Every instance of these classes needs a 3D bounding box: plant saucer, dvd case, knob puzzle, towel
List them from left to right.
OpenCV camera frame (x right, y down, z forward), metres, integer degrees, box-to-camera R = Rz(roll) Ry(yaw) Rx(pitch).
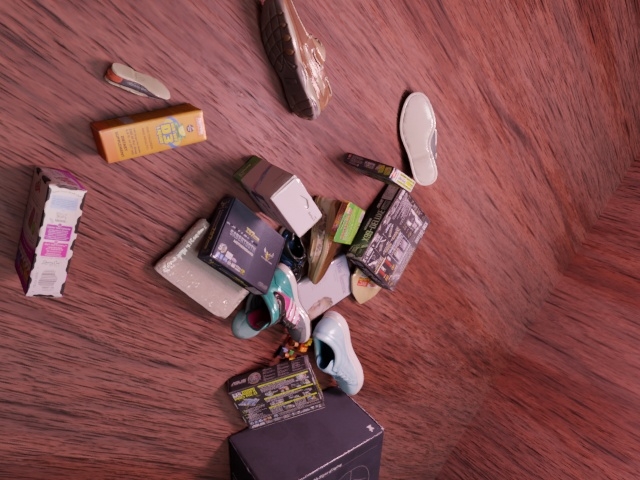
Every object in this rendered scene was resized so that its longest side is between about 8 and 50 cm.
[{"bbox_3d":[-0.300,0.084,1.298,0.187,0.049,0.282,-49,131,-11],"label":"towel"},{"bbox_3d":[-0.219,0.260,1.463,0.119,0.021,0.119,-17,120,-32],"label":"plant saucer"},{"bbox_3d":[0.004,0.171,1.599,0.253,0.022,0.180,-32,127,-24],"label":"dvd case"},{"bbox_3d":[0.171,0.137,1.708,0.213,0.030,0.213,-19,121,-35],"label":"knob puzzle"}]

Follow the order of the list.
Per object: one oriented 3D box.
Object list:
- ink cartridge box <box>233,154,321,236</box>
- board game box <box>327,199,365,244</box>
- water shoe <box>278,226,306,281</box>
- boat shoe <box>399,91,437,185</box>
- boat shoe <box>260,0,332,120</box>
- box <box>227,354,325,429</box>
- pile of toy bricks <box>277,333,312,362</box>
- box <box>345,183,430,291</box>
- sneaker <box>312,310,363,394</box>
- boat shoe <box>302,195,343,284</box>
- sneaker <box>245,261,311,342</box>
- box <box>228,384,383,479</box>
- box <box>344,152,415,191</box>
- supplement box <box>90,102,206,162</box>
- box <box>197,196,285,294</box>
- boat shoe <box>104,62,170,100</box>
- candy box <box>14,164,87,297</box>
[{"bbox_3d":[-0.114,-0.120,1.236,0.093,0.212,0.154,-46,132,-12],"label":"ink cartridge box"},{"bbox_3d":[0.083,-0.052,1.457,0.124,0.039,0.259,-68,168,3],"label":"board game box"},{"bbox_3d":[-0.086,0.054,1.431,0.073,0.080,0.203,-26,125,-27],"label":"water shoe"},{"bbox_3d":[0.339,-0.350,1.594,0.099,0.117,0.319,-69,148,-59],"label":"boat shoe"},{"bbox_3d":[-0.052,-0.471,1.195,0.116,0.123,0.324,-43,138,-24],"label":"boat shoe"},{"bbox_3d":[-0.139,0.504,1.540,0.270,0.060,0.216,-18,124,0],"label":"box"},{"bbox_3d":[-0.083,0.427,1.594,0.118,0.105,0.212,17,98,-42],"label":"pile of toy bricks"},{"bbox_3d":[0.245,-0.010,1.641,0.242,0.077,0.307,41,74,-43],"label":"box"},{"bbox_3d":[0.042,0.433,1.665,0.150,0.135,0.365,-40,121,-40],"label":"sneaker"},{"bbox_3d":[0.000,0.000,1.481,0.104,0.090,0.285,-28,135,-69],"label":"boat shoe"},{"bbox_3d":[-0.134,0.234,1.430,0.178,0.124,0.295,-38,123,-37],"label":"sneaker"},{"bbox_3d":[-0.050,0.874,1.703,0.480,0.297,0.471,-14,120,-33],"label":"box"},{"bbox_3d":[0.179,-0.211,1.433,0.114,0.207,0.036,24,95,-42],"label":"box"},{"bbox_3d":[-0.380,-0.245,1.055,0.234,0.080,0.078,-24,126,-31],"label":"supplement box"},{"bbox_3d":[-0.207,0.020,1.280,0.233,0.059,0.183,44,52,-42],"label":"box"},{"bbox_3d":[-0.397,-0.338,1.022,0.043,0.049,0.137,-32,148,34],"label":"boat shoe"},{"bbox_3d":[-0.558,-0.021,0.962,0.071,0.159,0.233,7,106,-42],"label":"candy box"}]
